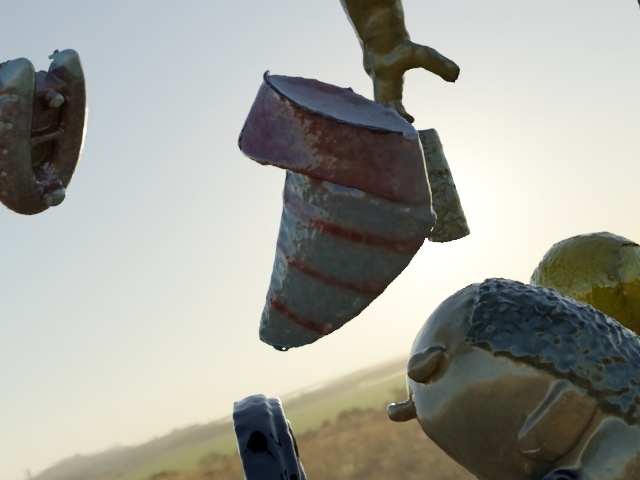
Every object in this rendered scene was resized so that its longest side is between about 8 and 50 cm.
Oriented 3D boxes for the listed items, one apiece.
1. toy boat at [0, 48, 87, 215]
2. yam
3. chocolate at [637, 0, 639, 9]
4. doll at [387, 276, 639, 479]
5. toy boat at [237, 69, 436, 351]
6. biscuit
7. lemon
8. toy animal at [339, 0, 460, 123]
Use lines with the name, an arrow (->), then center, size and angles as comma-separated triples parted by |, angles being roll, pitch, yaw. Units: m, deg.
toy boat -> -0.357, -0.131, 1.341 | 0.155, 0.085, 0.227 | -32, -35, -56
yam -> 0.169, -0.082, 1.569 | 0.078, 0.179, 0.078 | -20, -3, -1
chocolate -> 0.386, -0.295, 1.043 | 0.100, 0.303, 0.185 | -16, 17, -8
doll -> 0.252, 0.186, 1.070 | 0.349, 0.247, 0.247 | 23, -4, 6
toy boat -> 0.000, 0.000, 0.964 | 0.096, 0.206, 0.282 | -33, -37, -54
biscuit -> -0.046, 0.414, 1.482 | 0.091, 0.407, 0.407 | -13, -7, -4
lemon -> 0.399, 0.072, 1.514 | 0.180, 0.181, 0.193 | -14, 32, -42
toy animal -> 0.077, -0.237, 1.200 | 0.101, 0.219, 0.103 | -31, 21, -30
